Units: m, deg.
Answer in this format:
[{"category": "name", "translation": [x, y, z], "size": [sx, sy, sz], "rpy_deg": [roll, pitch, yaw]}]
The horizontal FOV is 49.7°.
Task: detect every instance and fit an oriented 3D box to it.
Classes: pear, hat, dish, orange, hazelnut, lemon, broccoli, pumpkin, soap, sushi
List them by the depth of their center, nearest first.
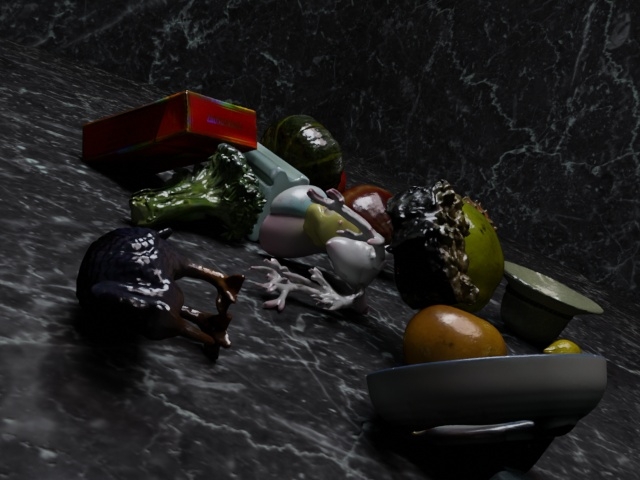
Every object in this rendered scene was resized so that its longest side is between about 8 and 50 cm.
[{"category": "dish", "translation": [0.194, 0.210, 0.795], "size": [0.274, 0.133, 0.273], "rpy_deg": [-3, -17, -1]}, {"category": "orange", "translation": [0.192, 0.167, 1.013], "size": [0.155, 0.134, 0.154], "rpy_deg": [28, -10, 5]}, {"category": "sushi", "translation": [0.170, -0.003, 1.082], "size": [0.147, 0.115, 0.212], "rpy_deg": [43, 39, -42]}, {"category": "broccoli", "translation": [-0.244, -0.095, 1.282], "size": [0.275, 0.177, 0.198], "rpy_deg": [-3, 32, -36]}, {"category": "lemon", "translation": [0.490, 0.232, 1.397], "size": [0.092, 0.065, 0.065], "rpy_deg": [19, 13, -17]}, {"category": "pear", "translation": [0.270, 0.025, 1.444], "size": [0.212, 0.212, 0.269], "rpy_deg": [9, 63, -48]}, {"category": "soap", "translation": [-0.141, -0.113, 1.471], "size": [0.088, 0.159, 0.265], "rpy_deg": [15, 14, -35]}, {"category": "hat", "translation": [0.478, 0.153, 1.539], "size": [0.257, 0.130, 0.257], "rpy_deg": [23, 12, -5]}, {"category": "hazelnut", "translation": [0.114, -0.034, 1.541], "size": [0.204, 0.177, 0.178], "rpy_deg": [7, 20, -39]}, {"category": "pumpkin", "translation": [-0.045, -0.181, 1.595], "size": [0.157, 0.223, 0.224], "rpy_deg": [-25, 43, -36]}]

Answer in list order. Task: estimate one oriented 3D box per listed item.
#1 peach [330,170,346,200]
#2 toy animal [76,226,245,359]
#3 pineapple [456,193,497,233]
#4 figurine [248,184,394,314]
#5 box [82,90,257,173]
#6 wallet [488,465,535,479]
[{"category": "peach", "translation": [-0.033, -0.159, 1.794], "size": [0.190, 0.190, 0.192], "rpy_deg": [29, 6, 24]}, {"category": "toy animal", "translation": [-0.191, 0.052, 0.795], "size": [0.185, 0.122, 0.298], "rpy_deg": [15, 14, -32]}, {"category": "pineapple", "translation": [0.303, -0.010, 1.718], "size": [0.223, 0.222, 0.357], "rpy_deg": [29, 14, 24]}, {"category": "figurine", "translation": [-0.002, 0.014, 1.192], "size": [0.284, 0.206, 0.316], "rpy_deg": [21, 5, -36]}, {"category": "box", "translation": [-0.309, -0.211, 1.415], "size": [0.313, 0.089, 0.197], "rpy_deg": [-8, -9, 36]}, {"category": "wallet", "translation": [0.333, 0.338, 0.703], "size": [0.290, 0.054, 0.251], "rpy_deg": [16, 16, -34]}]
